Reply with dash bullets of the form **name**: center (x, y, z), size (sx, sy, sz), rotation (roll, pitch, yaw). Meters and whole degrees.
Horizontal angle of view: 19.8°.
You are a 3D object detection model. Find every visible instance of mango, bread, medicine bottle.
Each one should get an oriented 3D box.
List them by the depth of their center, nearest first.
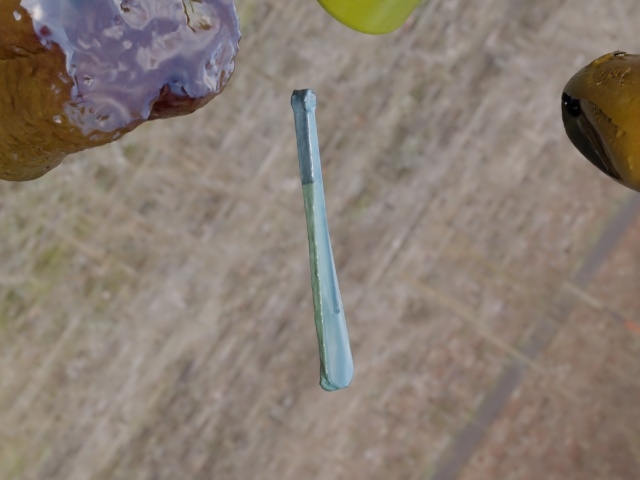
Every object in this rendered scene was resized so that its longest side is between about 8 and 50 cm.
- **bread**: center (-0.146, -0.176, 1.119), size (0.232, 0.135, 0.246), rotation (-35, 115, -40)
- **medicine bottle**: center (0.084, -0.317, 1.850), size (0.212, 0.122, 0.122), rotation (-50, 179, 41)
- **mango**: center (0.354, -0.124, 1.975), size (0.151, 0.156, 0.248), rotation (-41, -150, 2)

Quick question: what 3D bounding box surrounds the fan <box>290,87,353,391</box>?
- **fan**: center (0.000, 0.000, 1.161), size (0.038, 0.016, 0.193), rotation (-21, 105, -67)
